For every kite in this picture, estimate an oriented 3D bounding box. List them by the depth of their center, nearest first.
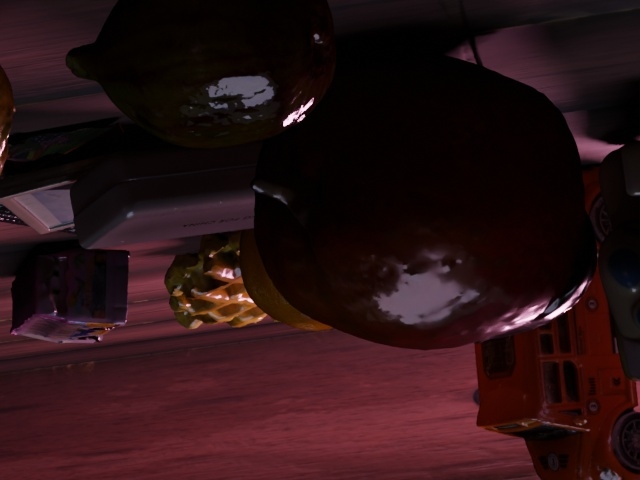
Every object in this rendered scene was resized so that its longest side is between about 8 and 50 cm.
[{"bbox_3d":[-0.281,-0.051,1.364,0.321,0.016,0.234,-8,172,12],"label":"kite"}]

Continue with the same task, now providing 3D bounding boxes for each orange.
[{"bbox_3d":[0.000,0.000,1.567,0.159,0.159,0.136,-11,131,29],"label":"orange"}]

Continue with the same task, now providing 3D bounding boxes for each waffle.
[{"bbox_3d":[-0.006,0.019,1.818,0.312,0.060,0.307,-11,162,-23],"label":"waffle"}]

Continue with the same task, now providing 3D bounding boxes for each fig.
[{"bbox_3d":[-0.068,-0.096,0.903,0.155,0.103,0.109,1,140,23],"label":"fig"}]

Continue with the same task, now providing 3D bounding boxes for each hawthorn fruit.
[{"bbox_3d":[0.050,-0.023,1.174,0.250,0.215,0.215,-3,172,-39],"label":"hawthorn fruit"}]

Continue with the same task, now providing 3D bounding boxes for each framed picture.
[{"bbox_3d":[-0.177,-0.042,1.462,0.150,0.015,0.203,-14,172,-2],"label":"framed picture"}]

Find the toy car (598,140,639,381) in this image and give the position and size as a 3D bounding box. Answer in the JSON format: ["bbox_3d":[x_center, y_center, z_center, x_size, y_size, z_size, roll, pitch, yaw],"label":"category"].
[{"bbox_3d":[0.349,-0.032,1.516,0.242,0.226,0.336,-9,-161,14],"label":"toy car"}]

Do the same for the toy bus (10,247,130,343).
[{"bbox_3d":[-0.276,0.062,1.974,0.112,0.090,0.274,2,171,-15],"label":"toy bus"}]

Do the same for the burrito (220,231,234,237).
[{"bbox_3d":[-0.092,0.024,1.976,0.064,0.064,0.203,-8,174,6],"label":"burrito"}]

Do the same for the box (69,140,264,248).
[{"bbox_3d":[-0.066,-0.042,1.386,0.244,0.055,0.103,-7,167,-32],"label":"box"}]

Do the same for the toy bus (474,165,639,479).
[{"bbox_3d":[0.232,0.097,1.791,0.153,0.329,0.143,-1,172,-27],"label":"toy bus"}]

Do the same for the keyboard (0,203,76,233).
[{"bbox_3d":[-0.234,-0.024,1.620,0.087,0.017,0.250,-9,172,18],"label":"keyboard"}]

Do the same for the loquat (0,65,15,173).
[{"bbox_3d":[-0.230,-0.065,0.953,0.137,0.113,0.137,9,147,6],"label":"loquat"}]
